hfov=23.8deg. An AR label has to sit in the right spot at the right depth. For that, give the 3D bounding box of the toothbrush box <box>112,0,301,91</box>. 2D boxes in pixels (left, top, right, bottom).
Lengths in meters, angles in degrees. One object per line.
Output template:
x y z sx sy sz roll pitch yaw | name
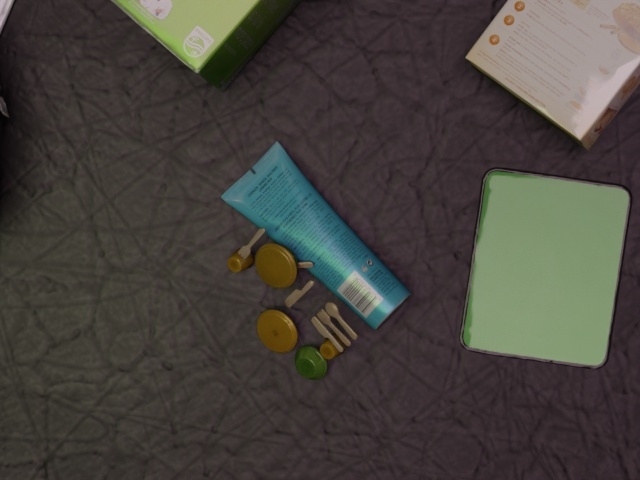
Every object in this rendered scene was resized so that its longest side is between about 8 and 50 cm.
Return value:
-0.055 -0.290 1.432 0.122 0.206 0.283 40 92 1 | toothbrush box

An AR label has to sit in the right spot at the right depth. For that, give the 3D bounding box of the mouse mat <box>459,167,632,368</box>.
0.227 0.028 1.527 0.153 0.007 0.189 8 93 2 | mouse mat

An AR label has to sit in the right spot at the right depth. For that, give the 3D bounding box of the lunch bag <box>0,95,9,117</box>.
-0.456 -0.111 1.459 0.304 0.115 0.243 -4 65 2 | lunch bag

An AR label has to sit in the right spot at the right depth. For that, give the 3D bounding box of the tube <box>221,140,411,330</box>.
0.000 0.000 1.517 0.080 0.052 0.207 -45 84 -2 | tube

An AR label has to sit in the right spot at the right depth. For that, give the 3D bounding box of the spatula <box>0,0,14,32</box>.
-0.394 -0.223 1.541 0.168 0.019 0.242 22 92 3 | spatula

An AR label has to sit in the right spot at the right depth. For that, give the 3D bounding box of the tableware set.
-0.033 0.064 1.517 0.154 0.024 0.104 48 126 4 | tableware set

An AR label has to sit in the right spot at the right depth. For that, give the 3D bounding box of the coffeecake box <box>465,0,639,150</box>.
0.256 -0.206 1.469 0.142 0.068 0.185 39 96 17 | coffeecake box
